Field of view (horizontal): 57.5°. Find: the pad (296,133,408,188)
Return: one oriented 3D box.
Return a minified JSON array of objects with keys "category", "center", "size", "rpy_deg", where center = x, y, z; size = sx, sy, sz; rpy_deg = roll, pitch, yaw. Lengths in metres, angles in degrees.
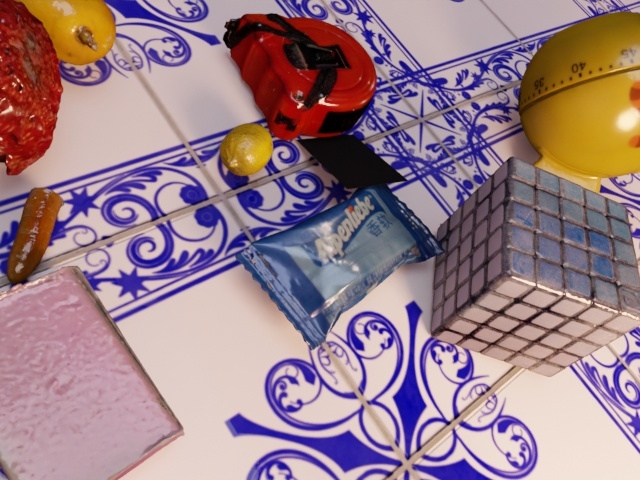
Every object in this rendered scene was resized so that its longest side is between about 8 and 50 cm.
[{"category":"pad","center":[0.053,-0.144,1.040],"size":[0.127,0.004,0.190],"rpy_deg":[-10,38,-28]}]

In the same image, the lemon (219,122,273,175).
[{"category":"lemon","center":[-0.124,-0.150,0.969],"size":[0.082,0.082,0.110],"rpy_deg":[35,49,0]}]

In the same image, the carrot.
[{"category":"carrot","center":[-0.388,-0.003,0.788],"size":[0.048,0.048,0.139],"rpy_deg":[12,59,-16]}]

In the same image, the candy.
[{"category":"candy","center":[0.046,0.019,0.914],"size":[0.331,0.077,0.187],"rpy_deg":[-33,81,-38]}]

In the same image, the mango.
[{"category":"mango","center":[-0.440,-0.376,0.932],"size":[0.317,0.119,0.176],"rpy_deg":[38,18,21]}]

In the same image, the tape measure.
[{"category":"tape measure","center":[-0.023,-0.315,1.096],"size":[0.260,0.114,0.253],"rpy_deg":[-14,67,-30]}]

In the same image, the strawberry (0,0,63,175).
[{"category":"strawberry","center":[-0.460,-0.230,0.768],"size":[0.274,0.274,0.220],"rpy_deg":[29,78,-4]}]

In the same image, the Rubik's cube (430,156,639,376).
[{"category":"Rubik's cube","center":[0.337,0.051,0.946],"size":[0.237,0.238,0.237],"rpy_deg":[19,54,-10]}]

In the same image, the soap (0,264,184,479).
[{"category":"soap","center":[-0.306,0.176,0.686],"size":[0.181,0.081,0.259],"rpy_deg":[-31,76,-34]}]

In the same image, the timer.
[{"category":"timer","center":[0.594,-0.254,1.212],"size":[0.376,0.376,0.386],"rpy_deg":[-10,87,-28]}]

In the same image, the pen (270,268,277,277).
[{"category":"pen","center":[0.000,0.000,0.958],"size":[0.233,0.032,0.040],"rpy_deg":[-36,102,-37]}]
